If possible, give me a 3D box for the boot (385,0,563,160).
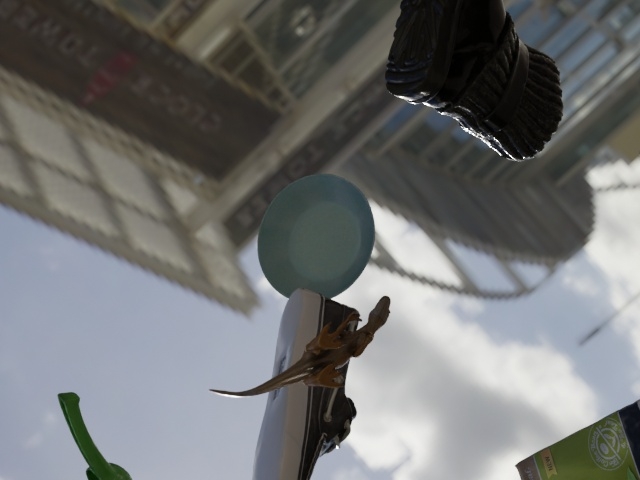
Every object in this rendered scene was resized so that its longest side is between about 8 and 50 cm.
[{"bbox_3d":[0.243,-0.307,2.377,0.260,0.348,0.131,20,176,-33],"label":"boot"}]

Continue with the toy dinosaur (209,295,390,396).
[{"bbox_3d":[-0.007,0.130,1.762,0.064,0.212,0.112,62,172,3],"label":"toy dinosaur"}]

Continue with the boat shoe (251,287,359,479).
[{"bbox_3d":[-0.008,0.203,1.969,0.102,0.108,0.301,18,-123,-15],"label":"boat shoe"}]

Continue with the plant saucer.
[{"bbox_3d":[0.000,0.000,2.492,0.195,0.195,0.037,56,-164,27],"label":"plant saucer"}]

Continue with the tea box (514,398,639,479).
[{"bbox_3d":[0.502,0.330,2.259,0.329,0.323,0.220,0,-117,-40],"label":"tea box"}]

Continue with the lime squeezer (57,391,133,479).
[{"bbox_3d":[-0.227,0.270,1.569,0.059,0.310,0.110,32,-153,25],"label":"lime squeezer"}]
